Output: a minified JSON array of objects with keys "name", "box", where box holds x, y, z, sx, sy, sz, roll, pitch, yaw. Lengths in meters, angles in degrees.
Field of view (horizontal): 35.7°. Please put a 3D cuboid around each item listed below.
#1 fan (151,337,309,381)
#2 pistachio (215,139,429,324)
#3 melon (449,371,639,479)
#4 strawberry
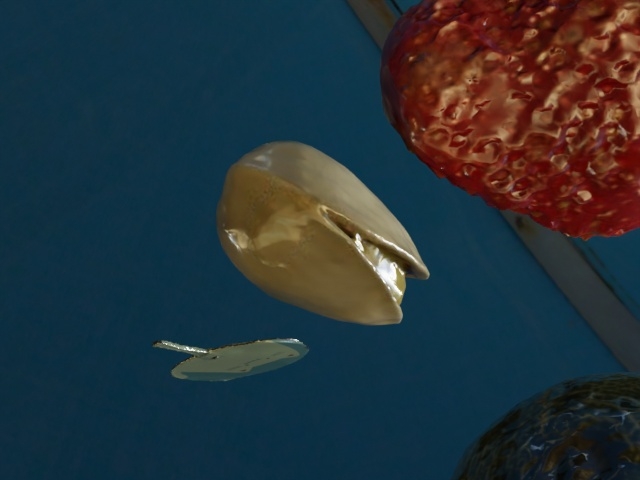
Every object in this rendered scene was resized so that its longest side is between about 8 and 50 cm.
[{"name":"fan","box":[-0.079,0.091,0.782,0.113,0.175,0.005,-20,-110,22]},{"name":"pistachio","box":[0.000,0.000,0.855,0.223,0.152,0.126,38,-103,-39]},{"name":"melon","box":[0.186,0.215,0.549,0.237,0.237,0.301,-29,-57,4]},{"name":"strawberry","box":[0.189,-0.130,0.757,0.258,0.261,0.261,-22,-71,16]}]
